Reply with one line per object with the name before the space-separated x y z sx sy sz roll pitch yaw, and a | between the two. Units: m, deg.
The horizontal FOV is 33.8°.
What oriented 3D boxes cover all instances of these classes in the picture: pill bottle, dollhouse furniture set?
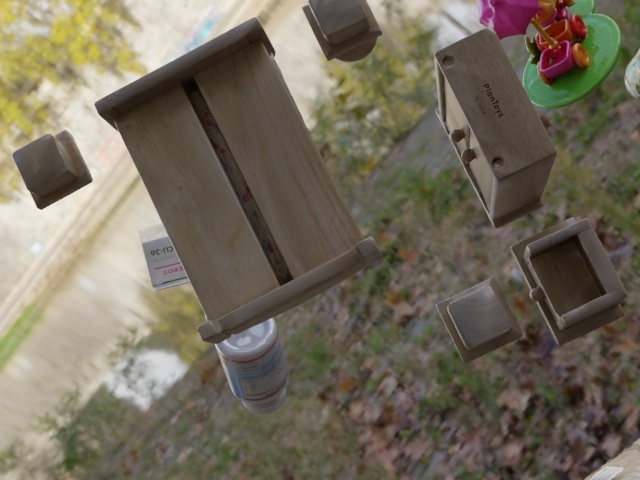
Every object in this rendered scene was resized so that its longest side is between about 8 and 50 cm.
pill bottle | -0.092 0.172 1.469 0.160 0.087 0.087 79 -149 -48
dollhouse furniture set | 0.000 0.000 0.813 0.355 0.303 0.174 -26 -12 4

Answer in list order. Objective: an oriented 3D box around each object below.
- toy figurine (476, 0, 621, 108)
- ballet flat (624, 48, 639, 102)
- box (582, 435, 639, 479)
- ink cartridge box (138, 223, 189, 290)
toy figurine | 0.242 -0.262 1.193 0.130 0.159 0.173 -22 46 37
ballet flat | 0.609 -0.198 1.568 0.123 0.348 0.123 -158 90 -79
box | 0.493 0.362 1.444 0.163 0.142 0.247 -33 -1 -15
ink cartridge box | -0.188 0.012 1.465 0.115 0.067 0.198 -15 11 -9
